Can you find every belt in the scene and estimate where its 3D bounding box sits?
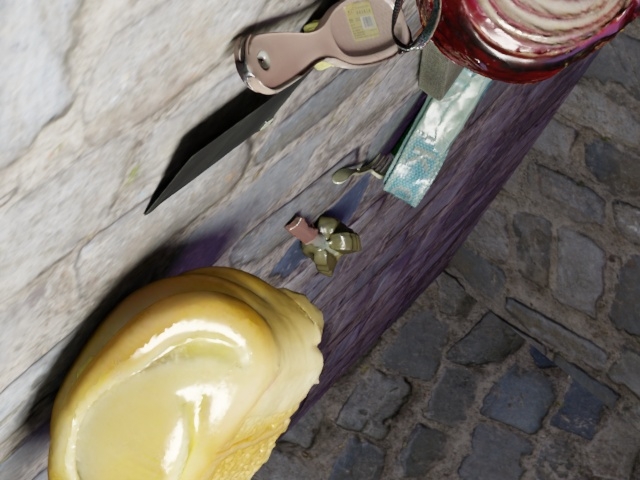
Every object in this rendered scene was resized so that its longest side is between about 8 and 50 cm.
[{"bbox_3d":[0.185,-0.188,2.089,0.302,0.072,0.087,-62,170,17],"label":"belt"}]

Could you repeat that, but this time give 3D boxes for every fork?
[{"bbox_3d":[0.059,-0.096,2.062,0.028,0.034,0.219,-63,168,19],"label":"fork"}]

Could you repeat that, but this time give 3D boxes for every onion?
[{"bbox_3d":[0.202,-0.267,1.551,0.207,0.216,0.206,-39,-174,-7],"label":"onion"}]

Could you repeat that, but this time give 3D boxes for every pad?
[{"bbox_3d":[-0.085,-0.094,1.361,0.193,0.004,0.116,-40,177,-41],"label":"pad"}]

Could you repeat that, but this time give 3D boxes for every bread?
[{"bbox_3d":[-0.166,0.167,1.499,0.315,0.211,0.270,-62,160,17],"label":"bread"}]

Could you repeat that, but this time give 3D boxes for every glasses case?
[{"bbox_3d":[0.165,-0.251,1.905,0.071,0.047,0.205,-54,171,-8],"label":"glasses case"}]

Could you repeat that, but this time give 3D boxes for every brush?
[{"bbox_3d":[0.000,0.000,2.075,0.084,0.071,0.301,-48,166,2],"label":"brush"},{"bbox_3d":[-0.005,-0.177,1.334,0.067,0.072,0.313,-19,-173,32],"label":"brush"}]

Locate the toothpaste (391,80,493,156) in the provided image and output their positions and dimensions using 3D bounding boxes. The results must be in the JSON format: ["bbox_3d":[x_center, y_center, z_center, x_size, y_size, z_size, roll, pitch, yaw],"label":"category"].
[{"bbox_3d":[0.204,-0.216,2.185,0.266,0.065,0.050,-56,170,33],"label":"toothpaste"}]

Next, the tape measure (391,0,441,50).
[{"bbox_3d":[0.036,-0.224,1.007,0.104,0.180,0.107,-37,180,28],"label":"tape measure"}]
